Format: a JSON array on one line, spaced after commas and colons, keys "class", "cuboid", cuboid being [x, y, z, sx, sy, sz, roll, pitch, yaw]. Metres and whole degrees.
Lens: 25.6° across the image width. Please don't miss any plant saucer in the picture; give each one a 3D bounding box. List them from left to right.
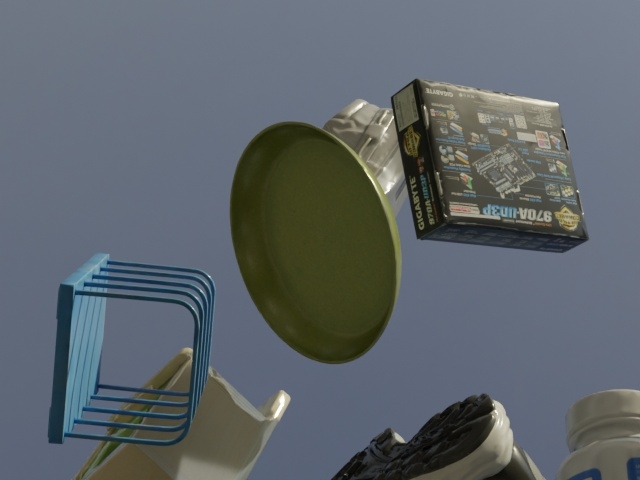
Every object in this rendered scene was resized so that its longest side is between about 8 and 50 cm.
[{"class": "plant saucer", "cuboid": [0.000, 0.000, 1.367, 0.241, 0.037, 0.240, 19, -63, 44]}]

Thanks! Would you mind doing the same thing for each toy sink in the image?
[{"class": "toy sink", "cuboid": [-0.154, 0.217, 1.462, 0.153, 0.131, 0.234, -41, -172, 32]}]

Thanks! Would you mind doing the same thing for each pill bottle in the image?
[{"class": "pill bottle", "cuboid": [0.264, 0.244, 1.195, 0.124, 0.124, 0.221, -26, -134, 33]}]

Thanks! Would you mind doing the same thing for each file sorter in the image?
[{"class": "file sorter", "cuboid": [-0.141, 0.083, 1.092, 0.170, 0.105, 0.118, -87, -178, -83]}]

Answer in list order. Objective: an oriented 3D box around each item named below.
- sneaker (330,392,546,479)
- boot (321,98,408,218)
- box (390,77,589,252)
[{"class": "sneaker", "cuboid": [0.068, 0.189, 0.971, 0.100, 0.108, 0.271, -43, -175, -27]}, {"class": "boot", "cuboid": [0.034, -0.069, 1.687, 0.123, 0.095, 0.258, 21, -132, 18]}, {"class": "box", "cuboid": [0.191, -0.081, 1.570, 0.051, 0.220, 0.175, -33, -120, 48]}]
